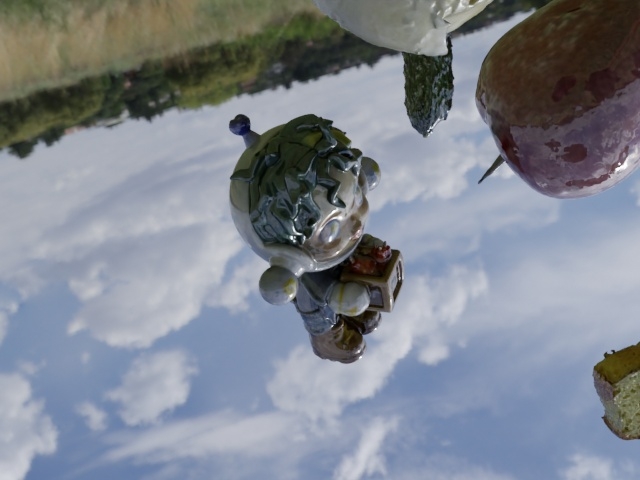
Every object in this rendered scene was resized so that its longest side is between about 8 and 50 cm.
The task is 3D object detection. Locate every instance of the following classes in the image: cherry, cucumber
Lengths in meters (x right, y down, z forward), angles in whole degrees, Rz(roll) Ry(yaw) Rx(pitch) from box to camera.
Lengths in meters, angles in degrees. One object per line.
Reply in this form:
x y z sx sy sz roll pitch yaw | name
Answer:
0.286 -0.161 1.001 0.285 0.213 0.236 -48 -140 21 | cherry
0.180 -0.354 1.495 0.096 0.359 0.096 -5 180 0 | cucumber

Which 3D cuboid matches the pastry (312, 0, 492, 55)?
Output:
0.065 -0.223 0.641 0.165 0.166 0.088 -17 173 -1 | pastry

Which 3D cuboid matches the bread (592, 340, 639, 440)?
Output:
0.405 0.162 1.034 0.187 0.103 0.065 -30 -159 20 | bread

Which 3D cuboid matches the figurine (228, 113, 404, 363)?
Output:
0.000 0.003 1.149 0.186 0.382 0.261 -3 -139 22 | figurine
